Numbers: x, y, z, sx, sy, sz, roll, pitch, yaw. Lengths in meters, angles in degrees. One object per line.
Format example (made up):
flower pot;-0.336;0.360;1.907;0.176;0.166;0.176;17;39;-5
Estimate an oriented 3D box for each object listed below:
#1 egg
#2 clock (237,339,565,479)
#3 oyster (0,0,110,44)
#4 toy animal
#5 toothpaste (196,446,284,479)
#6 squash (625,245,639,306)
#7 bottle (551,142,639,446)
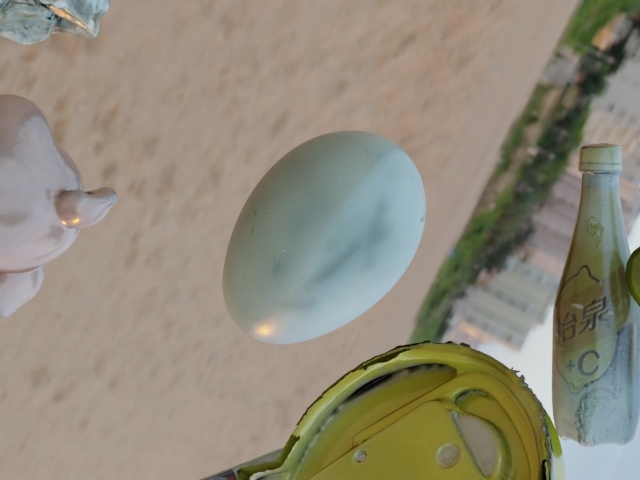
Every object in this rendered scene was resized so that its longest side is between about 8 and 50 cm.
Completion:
egg;0.000;0.000;1.521;0.264;0.183;0.183;-50;178;12
clock;0.080;0.229;1.244;0.293;0.071;0.277;-30;-133;15
oyster;-0.293;-0.206;0.969;0.267;0.198;0.112;16;96;-50
toy animal;-0.302;-0.066;1.148;0.166;0.250;0.154;-35;-154;54
toothpaste;-0.088;0.251;1.415;0.233;0.060;0.038;-22;167;-14
squash;0.330;0.067;1.171;0.066;0.201;0.066;-24;136;-25
bottle;0.250;0.048;1.269;0.083;0.083;0.270;-37;128;-79
